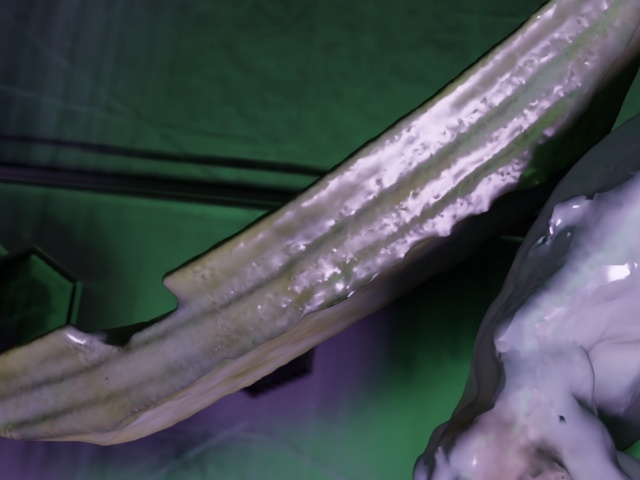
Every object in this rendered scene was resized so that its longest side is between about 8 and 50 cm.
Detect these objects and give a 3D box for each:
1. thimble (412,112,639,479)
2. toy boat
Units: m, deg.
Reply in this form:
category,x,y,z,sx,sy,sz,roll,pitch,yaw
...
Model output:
category,x,y,z,sx,sy,sz,roll,pitch,yaw
thimble,0.173,0.075,0.497,0.288,0.167,0.254,-1,74,6
toy boat,0.000,0.000,0.543,0.293,0.093,0.055,-32,78,20
